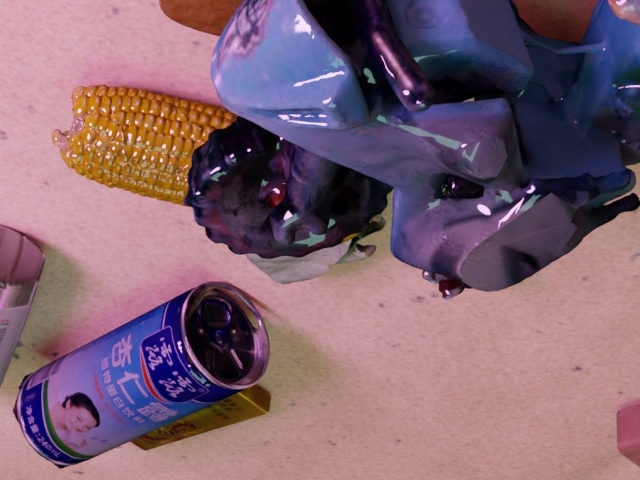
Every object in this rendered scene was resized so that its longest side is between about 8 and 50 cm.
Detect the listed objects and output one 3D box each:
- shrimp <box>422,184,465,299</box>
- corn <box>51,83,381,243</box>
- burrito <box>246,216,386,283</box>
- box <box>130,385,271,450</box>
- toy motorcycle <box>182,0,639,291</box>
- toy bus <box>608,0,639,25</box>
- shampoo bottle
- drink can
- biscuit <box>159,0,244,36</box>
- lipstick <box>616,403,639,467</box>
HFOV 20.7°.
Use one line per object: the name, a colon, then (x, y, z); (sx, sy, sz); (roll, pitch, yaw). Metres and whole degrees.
shrimp: (0.102, -0.029, 1.267); (0.082, 0.076, 0.174); (42, 159, 22)
corn: (-0.069, -0.054, 1.230); (0.238, 0.080, 0.080); (17, 145, -10)
burrito: (-0.002, -0.002, 1.324); (0.118, 0.044, 0.074); (-15, 143, 32)
box: (-0.131, 0.148, 1.589); (0.156, 0.022, 0.089); (-21, 136, 36)
toy motorcycle: (0.108, -0.100, 1.031); (0.416, 0.172, 0.232); (-14, 145, 3)
toy bus: (0.269, -0.229, 0.806); (0.162, 0.194, 0.323); (19, 145, -16)
shampoo bottle: (-0.292, 0.066, 1.466); (0.086, 0.056, 0.227); (16, 145, -10)
drink can: (-0.154, 0.116, 1.482); (0.097, 0.097, 0.235); (32, 138, -32)
biscuit: (-0.027, -0.214, 1.018); (0.186, 0.044, 0.295); (13, 145, -5)
lipstick: (0.324, 0.151, 1.490); (0.145, 0.045, 0.045); (-22, 139, 34)
